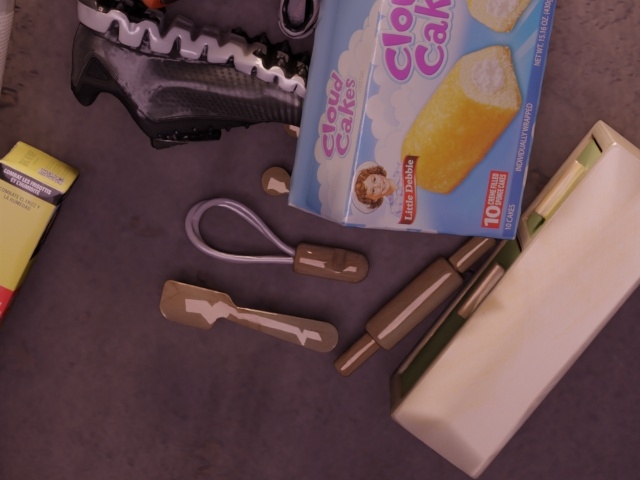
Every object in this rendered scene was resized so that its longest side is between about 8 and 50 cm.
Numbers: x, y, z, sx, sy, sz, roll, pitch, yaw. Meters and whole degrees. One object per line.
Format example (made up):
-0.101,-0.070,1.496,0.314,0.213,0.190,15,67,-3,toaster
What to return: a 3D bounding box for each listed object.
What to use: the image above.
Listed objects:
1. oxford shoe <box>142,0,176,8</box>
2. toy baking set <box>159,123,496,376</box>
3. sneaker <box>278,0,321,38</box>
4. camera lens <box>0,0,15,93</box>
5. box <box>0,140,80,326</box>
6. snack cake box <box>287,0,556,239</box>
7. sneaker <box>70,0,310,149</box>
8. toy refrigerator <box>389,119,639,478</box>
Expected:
-0.025,-0.331,1.397,0.364,0.130,0.132,-40,87,4,oxford shoe
0.006,0.004,1.524,0.197,0.030,0.256,43,94,-2,toy baking set
-0.006,-0.204,1.465,0.040,0.044,0.109,12,102,1,sneaker
-0.334,-0.155,1.394,0.219,0.219,0.274,12,104,-1,camera lens
-0.267,0.041,1.509,0.058,0.087,0.232,28,101,-5,box
0.080,-0.140,1.413,0.152,0.089,0.264,4,100,-31,snack cake box
-0.085,-0.112,1.476,0.234,0.078,0.106,19,110,-3,sneaker
0.164,0.042,1.490,0.094,0.102,0.269,37,102,-7,toy refrigerator
